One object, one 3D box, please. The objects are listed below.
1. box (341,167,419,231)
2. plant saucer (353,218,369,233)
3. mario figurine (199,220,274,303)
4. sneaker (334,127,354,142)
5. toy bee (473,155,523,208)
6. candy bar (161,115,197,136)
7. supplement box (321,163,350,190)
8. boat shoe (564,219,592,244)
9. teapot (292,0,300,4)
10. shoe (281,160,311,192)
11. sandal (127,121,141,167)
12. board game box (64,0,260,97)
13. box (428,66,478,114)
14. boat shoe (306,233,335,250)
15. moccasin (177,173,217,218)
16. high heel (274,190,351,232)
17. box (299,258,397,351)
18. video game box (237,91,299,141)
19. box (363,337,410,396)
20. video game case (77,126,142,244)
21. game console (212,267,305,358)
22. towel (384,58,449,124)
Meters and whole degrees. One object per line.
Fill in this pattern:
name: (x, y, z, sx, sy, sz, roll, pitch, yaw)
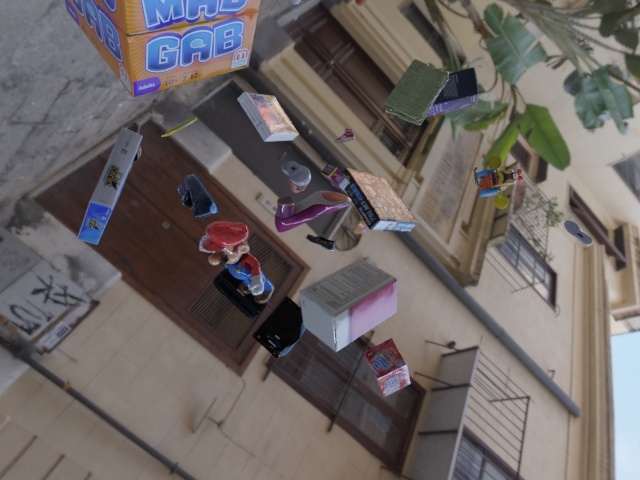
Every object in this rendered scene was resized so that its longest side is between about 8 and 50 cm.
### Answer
box: (0.249, -0.169, 1.850, 0.293, 0.295, 0.073, 3, 140, -48)
plant saucer: (0.277, -0.104, 2.470, 0.200, 0.037, 0.200, -36, 162, -14)
mario figurine: (-0.274, 0.079, 1.327, 0.198, 0.320, 0.170, -10, -137, 16)
sneaker: (0.128, -0.573, 2.350, 0.119, 0.066, 0.042, -6, -178, 25)
toy bee: (0.678, -0.215, 1.628, 0.162, 0.195, 0.298, -8, -164, 23)
candy bar: (-0.547, -0.442, 1.676, 0.161, 0.018, 0.040, -40, -163, -25)
supplement box: (0.051, -0.212, 1.449, 0.043, 0.083, 0.055, -51, -142, -2)
boat shoe: (0.818, -0.023, 1.372, 0.035, 0.100, 0.035, -46, 157, 8)
teapot: (-0.083, -1.055, 1.547, 0.256, 0.252, 0.187, -36, 175, 15)
shoe: (-0.062, -0.183, 1.321, 0.064, 0.081, 0.178, -33, -147, -7)
sandal: (-0.761, -0.369, 1.747, 0.090, 0.060, 0.219, 1, -101, 35)
board game box: (-0.397, -0.649, 1.066, 0.357, 0.356, 0.356, -31, 163, -31)
box: (0.505, -0.577, 1.689, 0.207, 0.108, 0.153, -9, 178, 19)
boat shoe: (0.001, 0.000, 1.709, 0.049, 0.133, 0.042, -11, 119, -55)
moccasin: (-0.583, -0.209, 1.965, 0.117, 0.137, 0.342, -30, -144, -15)
high heel: (-0.038, -0.136, 2.097, 0.127, 0.378, 0.181, -108, -160, -48)
box: (0.079, 0.170, 1.180, 0.232, 0.126, 0.149, -25, -144, -31)
video game box: (-0.190, -0.458, 1.604, 0.048, 0.187, 0.205, -32, 178, 30)
box: (0.267, 0.508, 1.707, 0.128, 0.256, 0.122, -26, -127, -3)
video game case: (-0.594, -0.147, 1.212, 0.270, 0.061, 0.244, -32, -136, 50)
game console: (-0.210, 0.226, 1.503, 0.044, 0.361, 0.213, -45, -178, 39)
towel: (0.235, -0.364, 1.056, 0.148, 0.110, 0.027, -59, 162, 4)
